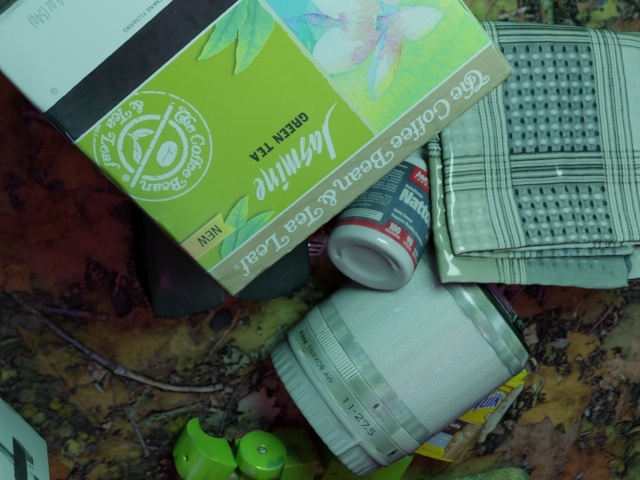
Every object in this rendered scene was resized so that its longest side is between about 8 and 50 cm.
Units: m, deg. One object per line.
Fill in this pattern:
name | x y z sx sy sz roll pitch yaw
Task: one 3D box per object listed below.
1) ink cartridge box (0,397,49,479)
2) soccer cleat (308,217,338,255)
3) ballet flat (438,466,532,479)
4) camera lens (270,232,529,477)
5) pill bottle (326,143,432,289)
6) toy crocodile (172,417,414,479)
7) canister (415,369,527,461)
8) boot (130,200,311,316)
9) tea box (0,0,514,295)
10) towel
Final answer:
ink cartridge box | -0.422 0.331 1.299 0.197 0.273 0.114 -33 119 1
soccer cleat | 0.000 0.000 1.407 0.083 0.029 0.035 -28 132 1
ballet flat | 0.165 0.412 1.636 0.348 0.123 0.123 -8 120 -14
camera lens | 0.104 0.135 1.401 0.274 0.219 0.219 -37 123 4
pill bottle | 0.088 -0.042 1.323 0.108 0.108 0.180 49 54 -32
toy crocodile | -0.031 0.296 1.520 0.340 0.105 0.115 1 133 -23
canister | 0.190 0.220 1.559 0.126 0.073 0.170 22 111 -39
boot | -0.035 -0.139 1.243 0.367 0.146 0.445 -3 115 -6
tea box | -0.067 -0.194 1.012 0.329 0.220 0.323 -39 114 12
towel | 0.272 -0.102 1.326 0.312 0.056 0.324 0 83 -22
